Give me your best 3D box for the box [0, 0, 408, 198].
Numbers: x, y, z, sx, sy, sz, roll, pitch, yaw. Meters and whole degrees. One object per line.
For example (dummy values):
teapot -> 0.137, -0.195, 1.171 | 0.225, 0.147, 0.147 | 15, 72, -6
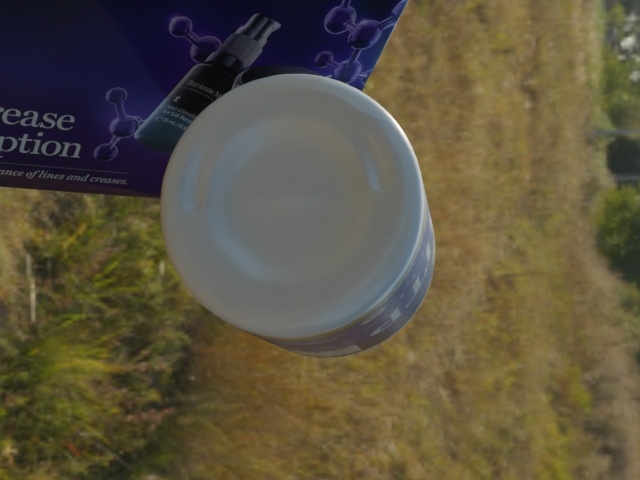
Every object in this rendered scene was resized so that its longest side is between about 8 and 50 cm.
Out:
box -> -0.104, -0.120, 0.546 | 0.184, 0.261, 0.103 | -64, -143, 36

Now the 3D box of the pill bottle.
pill bottle -> 0.000, 0.000, 0.508 | 0.187, 0.112, 0.112 | 49, 40, -77
